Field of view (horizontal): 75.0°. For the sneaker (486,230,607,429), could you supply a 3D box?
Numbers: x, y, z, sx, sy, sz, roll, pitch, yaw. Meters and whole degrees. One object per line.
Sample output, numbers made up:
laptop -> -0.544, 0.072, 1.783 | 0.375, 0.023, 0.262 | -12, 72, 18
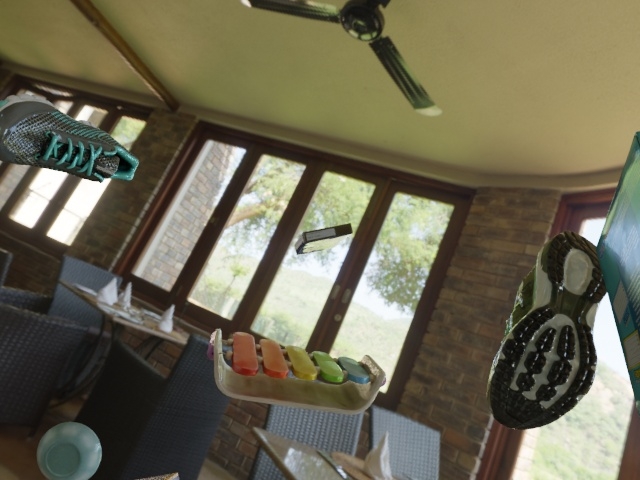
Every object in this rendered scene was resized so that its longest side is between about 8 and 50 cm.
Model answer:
sneaker -> 0.426, 0.181, 0.815 | 0.158, 0.410, 0.182 | 33, -25, 12

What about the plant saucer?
plant saucer -> -0.772, 0.656, 1.266 | 0.194, 0.195, 0.037 | 25, -2, -2

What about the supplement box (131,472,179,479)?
supplement box -> -0.468, 0.674, 1.077 | 0.188, 0.081, 0.104 | -19, -11, 18

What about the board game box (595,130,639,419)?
board game box -> 0.427, 0.076, 0.492 | 0.079, 0.336, 0.254 | -4, -36, 20

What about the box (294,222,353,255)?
box -> 0.000, 0.000, 1.213 | 0.136, 0.037, 0.225 | -12, -10, -13

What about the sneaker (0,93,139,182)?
sneaker -> -0.233, -0.088, 0.399 | 0.076, 0.065, 0.166 | 27, 9, 1

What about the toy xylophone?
toy xylophone -> -0.056, 0.232, 0.773 | 0.322, 0.081, 0.236 | 13, 0, -19
